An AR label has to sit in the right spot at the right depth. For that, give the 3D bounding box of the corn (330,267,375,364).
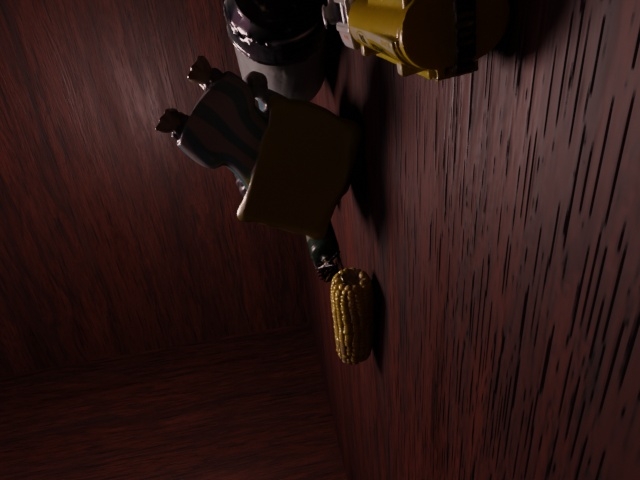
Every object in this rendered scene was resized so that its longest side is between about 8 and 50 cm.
[{"bbox_3d":[0.071,0.166,0.868,0.093,0.093,0.244,-107,9,-52],"label":"corn"}]

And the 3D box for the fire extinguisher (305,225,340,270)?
[{"bbox_3d":[0.000,0.000,1.305,0.118,0.093,0.294,-46,37,26],"label":"fire extinguisher"}]

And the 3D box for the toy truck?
[{"bbox_3d":[0.066,-0.215,0.351,0.227,0.098,0.114,-110,7,-56],"label":"toy truck"}]

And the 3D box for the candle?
[{"bbox_3d":[-0.089,-0.436,0.900,0.342,0.221,0.221,107,154,-78],"label":"candle"}]

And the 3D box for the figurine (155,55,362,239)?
[{"bbox_3d":[-0.122,-0.205,0.859,0.266,0.361,0.377,-54,22,8],"label":"figurine"}]

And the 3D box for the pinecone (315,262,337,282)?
[{"bbox_3d":[0.018,0.100,1.339,0.083,0.077,0.077,35,155,18],"label":"pinecone"}]
